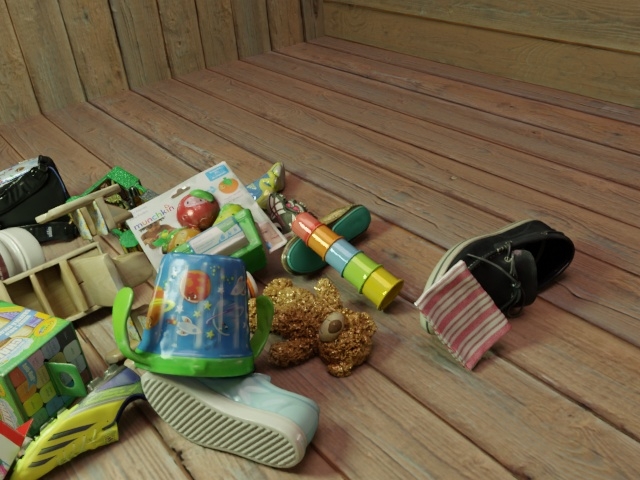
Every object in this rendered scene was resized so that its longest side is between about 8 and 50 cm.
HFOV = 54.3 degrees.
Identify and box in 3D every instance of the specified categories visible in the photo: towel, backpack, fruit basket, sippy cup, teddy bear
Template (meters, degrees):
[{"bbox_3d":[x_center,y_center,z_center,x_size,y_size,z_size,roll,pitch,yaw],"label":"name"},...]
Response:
[{"bbox_3d":[0.302,0.157,1.307,0.144,0.197,0.029,-42,14,-13],"label":"towel"},{"bbox_3d":[-0.906,-0.114,1.900,0.263,0.277,0.213,-26,32,-20],"label":"backpack"},{"bbox_3d":[-0.312,-0.037,1.655,0.327,0.165,0.353,-30,65,-14],"label":"fruit basket"},{"bbox_3d":[-0.238,0.139,1.230,0.240,0.224,0.305,4,-4,11],"label":"sippy cup"},{"bbox_3d":[-0.038,0.177,1.422,0.245,0.113,0.338,-23,35,-23],"label":"teddy bear"}]

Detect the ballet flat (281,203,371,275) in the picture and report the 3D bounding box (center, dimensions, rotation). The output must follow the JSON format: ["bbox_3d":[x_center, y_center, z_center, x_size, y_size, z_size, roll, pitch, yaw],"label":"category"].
[{"bbox_3d":[0.000,0.000,1.720,0.123,0.123,0.348,22,41,36],"label":"ballet flat"}]

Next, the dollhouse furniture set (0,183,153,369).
[{"bbox_3d":[-0.544,0.111,1.394,0.256,0.362,0.394,-29,13,-33],"label":"dollhouse furniture set"}]

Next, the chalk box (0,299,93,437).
[{"bbox_3d":[-0.611,0.268,1.293,0.288,0.180,0.179,11,35,26],"label":"chalk box"}]

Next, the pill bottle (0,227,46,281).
[{"bbox_3d":[-0.887,0.102,1.505,0.224,0.224,0.392,13,20,28],"label":"pill bottle"}]

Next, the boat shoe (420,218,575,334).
[{"bbox_3d":[0.418,0.080,1.447,0.500,0.187,0.156,-23,29,-35],"label":"boat shoe"}]

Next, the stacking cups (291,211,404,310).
[{"bbox_3d":[0.061,0.035,1.543,0.316,0.096,0.096,42,51,21],"label":"stacking cups"}]

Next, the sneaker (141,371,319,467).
[{"bbox_3d":[-0.171,0.317,1.214,0.365,0.135,0.150,18,29,20],"label":"sneaker"}]

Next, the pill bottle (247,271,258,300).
[{"bbox_3d":[-0.236,0.138,1.536,0.152,0.086,0.086,-21,35,-25],"label":"pill bottle"}]

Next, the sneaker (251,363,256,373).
[{"bbox_3d":[-0.194,0.263,1.371,0.135,0.052,0.058,30,35,33],"label":"sneaker"}]

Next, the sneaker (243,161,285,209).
[{"bbox_3d":[-0.191,-0.188,2.057,0.126,0.091,0.240,0,33,10],"label":"sneaker"}]

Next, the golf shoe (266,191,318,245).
[{"bbox_3d":[-0.116,-0.066,1.832,0.120,0.105,0.273,-52,24,-6],"label":"golf shoe"}]

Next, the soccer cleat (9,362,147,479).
[{"bbox_3d":[-0.454,0.366,1.196,0.289,0.121,0.093,-45,4,-31],"label":"soccer cleat"}]

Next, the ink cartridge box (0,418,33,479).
[{"bbox_3d":[-0.621,0.410,1.106,0.134,0.078,0.231,-33,26,19],"label":"ink cartridge box"}]

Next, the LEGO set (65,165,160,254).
[{"bbox_3d":[-0.564,-0.048,1.848,0.331,0.192,0.255,22,58,16],"label":"LEGO set"}]
